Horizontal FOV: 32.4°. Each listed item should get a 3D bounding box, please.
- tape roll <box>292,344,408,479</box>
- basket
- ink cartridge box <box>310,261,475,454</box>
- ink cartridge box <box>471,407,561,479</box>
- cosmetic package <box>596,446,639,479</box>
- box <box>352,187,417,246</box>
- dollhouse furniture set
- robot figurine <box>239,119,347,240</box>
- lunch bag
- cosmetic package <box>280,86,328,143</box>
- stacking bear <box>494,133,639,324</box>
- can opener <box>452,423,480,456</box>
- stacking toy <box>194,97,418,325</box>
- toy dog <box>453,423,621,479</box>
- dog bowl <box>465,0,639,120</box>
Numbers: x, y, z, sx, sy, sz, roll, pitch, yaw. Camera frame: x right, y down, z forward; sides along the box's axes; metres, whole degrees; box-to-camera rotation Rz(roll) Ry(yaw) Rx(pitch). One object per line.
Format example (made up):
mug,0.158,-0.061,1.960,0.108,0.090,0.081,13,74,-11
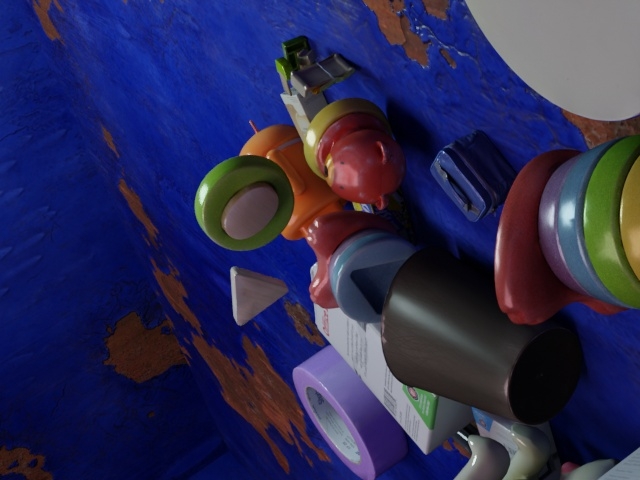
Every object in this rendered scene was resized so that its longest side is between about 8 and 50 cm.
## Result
tape roll,0.058,0.349,2.229,0.275,0.090,0.274,50,161,24
basket,0.206,0.133,1.406,0.227,0.154,0.204,23,121,51
ink cartridge box,0.120,0.153,1.692,0.289,0.122,0.211,48,160,26
ink cartridge box,0.293,0.310,1.608,0.104,0.060,0.180,30,147,53
cosmetic package,0.396,0.252,1.051,0.151,0.184,0.151,58,162,-3
box,0.082,-0.055,1.559,0.059,0.054,0.169,34,150,50
dollhouse furniture set,-0.010,-0.221,1.492,0.151,0.076,0.058,51,161,51
robot figurine,-0.043,-0.088,1.707,0.219,0.158,0.128,53,127,12
lunch bag,0.177,-0.069,1.274,0.098,0.065,0.067,53,161,14
cosmetic package,-0.009,-0.173,1.616,0.060,0.041,0.115,16,136,63
stacking bear,0.302,-0.011,0.917,0.289,0.175,0.164,-3,91,58
can opener,0.247,0.321,1.776,0.059,0.073,0.186,22,-174,-32
stacking toy,0.000,0.000,1.437,0.130,0.280,0.308,-126,19,-54
toy dog,0.259,0.422,1.384,0.285,0.408,0.395,23,-134,-50
dog bowl,0.215,-0.229,0.853,0.265,0.104,0.265,49,160,24
